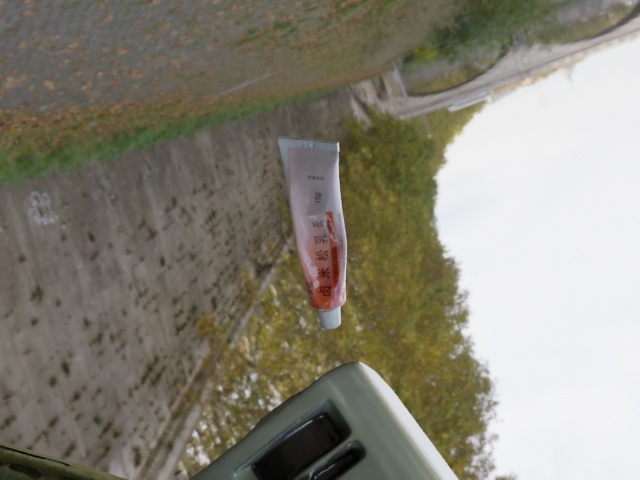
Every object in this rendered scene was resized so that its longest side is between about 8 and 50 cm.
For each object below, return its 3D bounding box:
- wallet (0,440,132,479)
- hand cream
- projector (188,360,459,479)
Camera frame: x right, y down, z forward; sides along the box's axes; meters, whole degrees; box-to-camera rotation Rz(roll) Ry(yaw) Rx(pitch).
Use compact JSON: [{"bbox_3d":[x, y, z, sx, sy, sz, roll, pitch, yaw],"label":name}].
[{"bbox_3d":[-0.176,0.250,0.325,0.223,0.309,0.077,13,176,4],"label":"wallet"},{"bbox_3d":[0.001,-0.001,0.712,0.052,0.216,0.038,-9,-146,-1],"label":"hand cream"},{"bbox_3d":[-0.013,0.225,0.433,0.250,0.198,0.108,-39,157,3],"label":"projector"}]
